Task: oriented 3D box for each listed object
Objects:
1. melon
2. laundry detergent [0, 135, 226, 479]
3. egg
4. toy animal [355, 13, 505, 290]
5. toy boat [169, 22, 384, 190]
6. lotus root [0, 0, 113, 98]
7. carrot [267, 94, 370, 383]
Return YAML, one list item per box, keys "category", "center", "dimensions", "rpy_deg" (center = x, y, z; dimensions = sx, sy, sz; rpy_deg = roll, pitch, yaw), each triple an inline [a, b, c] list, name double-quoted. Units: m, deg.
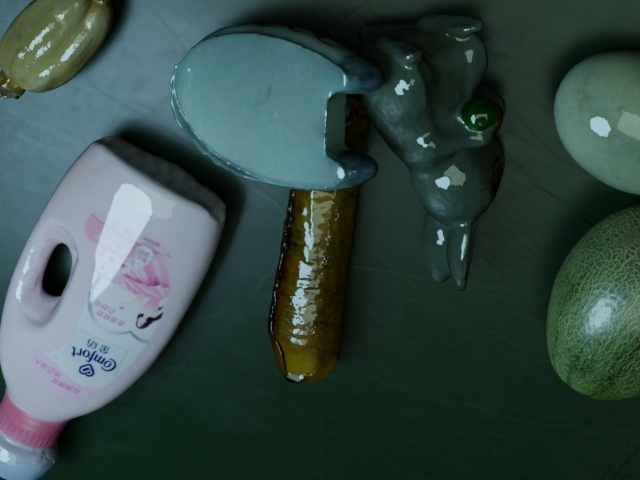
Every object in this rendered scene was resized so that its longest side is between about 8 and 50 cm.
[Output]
- category: "melon"
  center: [0.269, 0.047, 1.110]
  dimensions: [0.139, 0.139, 0.192]
  rpy_deg: [30, 107, -2]
- category: "laundry detergent"
  center: [-0.220, 0.075, 1.211]
  dimensions: [0.159, 0.088, 0.335]
  rpy_deg: [33, 108, 2]
- category: "egg"
  center: [0.265, -0.095, 1.080]
  dimensions: [0.152, 0.114, 0.114]
  rpy_deg: [23, 108, -2]
- category: "toy animal"
  center: [0.105, -0.083, 1.126]
  dimensions: [0.108, 0.138, 0.236]
  rpy_deg: [-37, 129, -24]
- category: "toy boat"
  center: [-0.031, -0.116, 1.103]
  dimensions: [0.208, 0.079, 0.134]
  rpy_deg: [14, 115, 34]
- category: "lotus root"
  center: [-0.235, -0.175, 1.153]
  dimensions: [0.150, 0.062, 0.073]
  rpy_deg: [-40, 120, 18]
- category: "carrot"
  center: [0.000, 0.000, 1.170]
  dimensions: [0.070, 0.070, 0.260]
  rpy_deg: [11, 107, 4]
